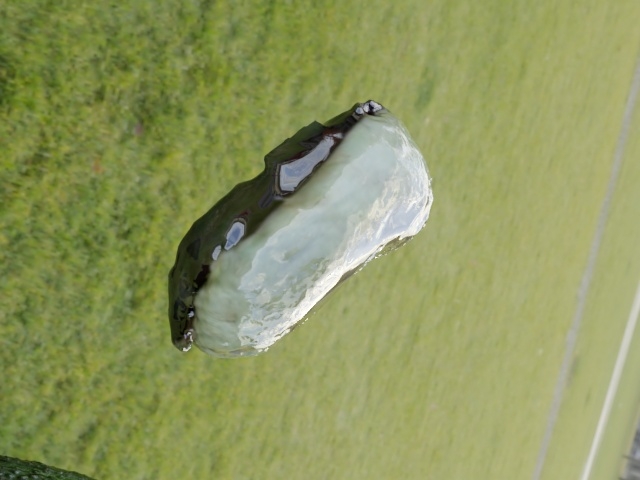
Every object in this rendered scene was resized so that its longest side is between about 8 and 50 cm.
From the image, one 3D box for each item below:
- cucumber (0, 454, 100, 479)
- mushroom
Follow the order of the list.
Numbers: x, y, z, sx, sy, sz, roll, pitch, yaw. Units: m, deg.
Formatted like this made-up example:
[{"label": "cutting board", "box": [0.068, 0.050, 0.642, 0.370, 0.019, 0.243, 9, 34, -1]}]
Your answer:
[{"label": "cucumber", "box": [-0.300, 0.257, 1.010, 0.058, 0.187, 0.058, 11, 90, -78]}, {"label": "mushroom", "box": [0.002, 0.001, 1.003, 0.344, 0.130, 0.247, -31, 145, -38]}]
